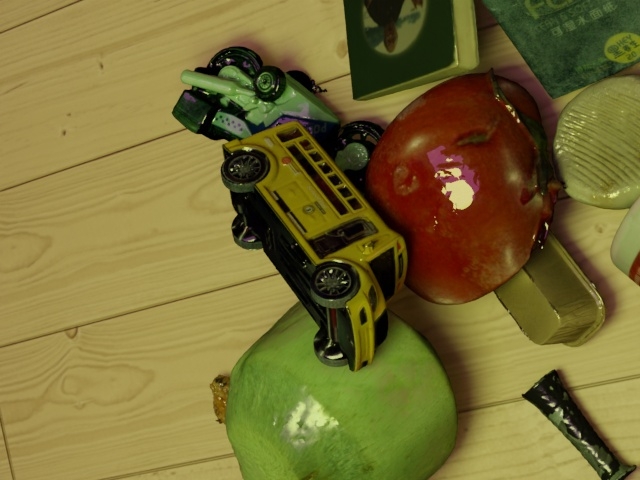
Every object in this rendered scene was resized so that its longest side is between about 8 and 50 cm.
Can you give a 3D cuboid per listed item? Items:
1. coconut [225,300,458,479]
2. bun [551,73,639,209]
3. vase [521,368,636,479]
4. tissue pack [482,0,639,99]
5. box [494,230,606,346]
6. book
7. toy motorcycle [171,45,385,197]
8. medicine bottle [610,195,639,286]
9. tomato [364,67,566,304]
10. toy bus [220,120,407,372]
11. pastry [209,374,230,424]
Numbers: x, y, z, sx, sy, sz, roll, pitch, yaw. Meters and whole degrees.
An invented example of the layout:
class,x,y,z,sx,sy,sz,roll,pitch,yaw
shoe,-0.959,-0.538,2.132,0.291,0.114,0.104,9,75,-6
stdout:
class,x,y,z,sx,sy,sz,roll,pitch,yaw
coconut,0.039,0.220,1.720,0.281,0.328,0.328,-19,83,57
bun,0.383,-0.115,1.620,0.183,0.102,0.183,-15,66,37
vase,0.337,0.249,1.684,0.059,0.059,0.167,-45,74,21
tissue pack,0.304,-0.310,1.581,0.185,0.257,0.081,-23,40,26
box,0.292,0.058,1.682,0.111,0.111,0.177,-43,70,22
book,0.103,-0.388,1.717,0.260,0.043,0.371,-7,89,59
toy motorcycle,-0.058,-0.139,1.835,0.331,0.125,0.196,33,105,17
medicine bottle,0.499,-0.002,1.483,0.241,0.252,0.252,41,109,19
tomato,0.149,-0.079,1.655,0.309,0.170,0.309,-24,56,40
toy bus,0.000,0.000,1.621,0.331,0.151,0.145,52,158,35
pastry,-0.101,0.248,1.906,0.140,0.056,0.080,11,109,24
